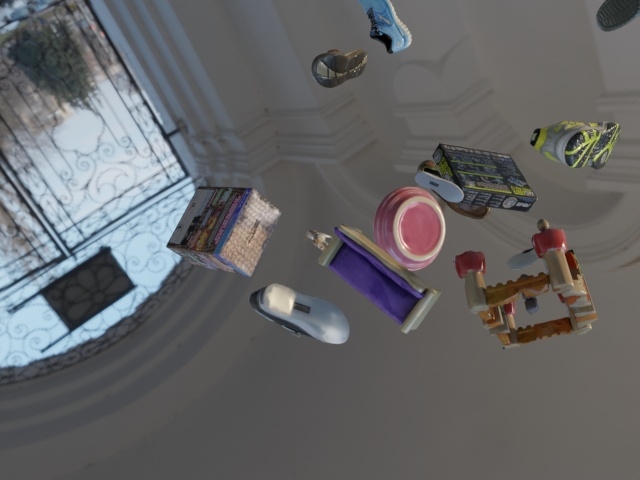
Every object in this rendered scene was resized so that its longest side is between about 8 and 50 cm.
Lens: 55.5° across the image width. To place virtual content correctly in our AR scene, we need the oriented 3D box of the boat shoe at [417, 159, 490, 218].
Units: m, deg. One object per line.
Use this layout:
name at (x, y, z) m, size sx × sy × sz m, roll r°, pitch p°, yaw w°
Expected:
boat shoe at (0.471, -0.169, 2.156) m, size 0.110 × 0.307 × 0.104 m, roll -57°, pitch 180°, yaw 13°

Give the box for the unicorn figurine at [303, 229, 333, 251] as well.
unicorn figurine at (0.000, 0.000, 2.107) m, size 0.060 × 0.111 × 0.162 m, roll -64°, pitch -179°, yaw 0°

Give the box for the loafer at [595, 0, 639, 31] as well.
loafer at (0.864, -0.650, 1.632) m, size 0.088 × 0.094 × 0.251 m, roll -16°, pitch 170°, yaw -38°

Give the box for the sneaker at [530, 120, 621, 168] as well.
sneaker at (0.745, -0.292, 1.757) m, size 0.147 × 0.145 × 0.385 m, roll 31°, pitch -158°, yaw 36°

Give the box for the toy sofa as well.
toy sofa at (0.165, 0.109, 1.821) m, size 0.363 × 0.177 × 0.150 m, roll 38°, pitch -77°, yaw 25°

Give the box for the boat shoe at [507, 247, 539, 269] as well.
boat shoe at (0.610, 0.048, 1.794) m, size 0.125 × 0.046 × 0.038 m, roll -32°, pitch 172°, yaw 14°

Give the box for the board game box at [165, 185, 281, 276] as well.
board game box at (-0.304, -0.035, 1.898) m, size 0.291 × 0.141 × 0.232 m, roll 7°, pitch -114°, yaw 45°

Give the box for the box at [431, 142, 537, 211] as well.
box at (0.497, -0.193, 1.855) m, size 0.270 × 0.060 × 0.216 m, roll 5°, pitch -135°, yaw -22°

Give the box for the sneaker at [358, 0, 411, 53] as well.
sneaker at (0.135, -0.494, 1.374) m, size 0.073 × 0.162 × 0.063 m, roll -40°, pitch -176°, yaw -15°

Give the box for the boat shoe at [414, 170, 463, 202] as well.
boat shoe at (0.322, -0.151, 1.641) m, size 0.049 × 0.142 × 0.040 m, roll -64°, pitch 174°, yaw 26°

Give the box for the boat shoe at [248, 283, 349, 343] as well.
boat shoe at (-0.059, 0.211, 1.683) m, size 0.105 × 0.306 × 0.113 m, roll -19°, pitch -124°, yaw 51°

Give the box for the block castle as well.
block castle at (0.588, 0.131, 1.729) m, size 0.303 × 0.453 × 0.212 m, roll -18°, pitch -122°, yaw 23°

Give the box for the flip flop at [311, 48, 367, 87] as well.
flip flop at (0.051, -0.547, 1.882) m, size 0.080 × 0.112 × 0.277 m, roll 32°, pitch -142°, yaw 21°

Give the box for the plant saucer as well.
plant saucer at (0.363, -0.046, 2.366) m, size 0.332 × 0.332 × 0.084 m, roll -38°, pitch -162°, yaw -23°
